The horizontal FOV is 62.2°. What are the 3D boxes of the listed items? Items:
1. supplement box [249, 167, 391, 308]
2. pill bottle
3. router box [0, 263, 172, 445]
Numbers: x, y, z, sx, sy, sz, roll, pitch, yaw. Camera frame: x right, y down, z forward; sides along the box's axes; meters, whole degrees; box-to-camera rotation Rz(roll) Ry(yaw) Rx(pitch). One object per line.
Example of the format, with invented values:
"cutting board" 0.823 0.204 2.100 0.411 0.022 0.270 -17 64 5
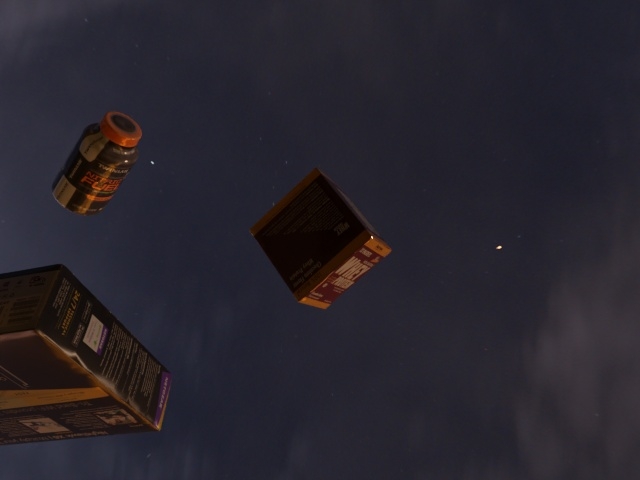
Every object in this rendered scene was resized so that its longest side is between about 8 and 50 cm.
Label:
"supplement box" 0.000 0.000 1.078 0.191 0.129 0.194 -42 -116 10
"pill bottle" -0.509 -0.181 1.224 0.130 0.130 0.245 46 -62 3
"router box" -0.369 0.150 0.611 0.309 0.243 0.081 -9 -132 11
